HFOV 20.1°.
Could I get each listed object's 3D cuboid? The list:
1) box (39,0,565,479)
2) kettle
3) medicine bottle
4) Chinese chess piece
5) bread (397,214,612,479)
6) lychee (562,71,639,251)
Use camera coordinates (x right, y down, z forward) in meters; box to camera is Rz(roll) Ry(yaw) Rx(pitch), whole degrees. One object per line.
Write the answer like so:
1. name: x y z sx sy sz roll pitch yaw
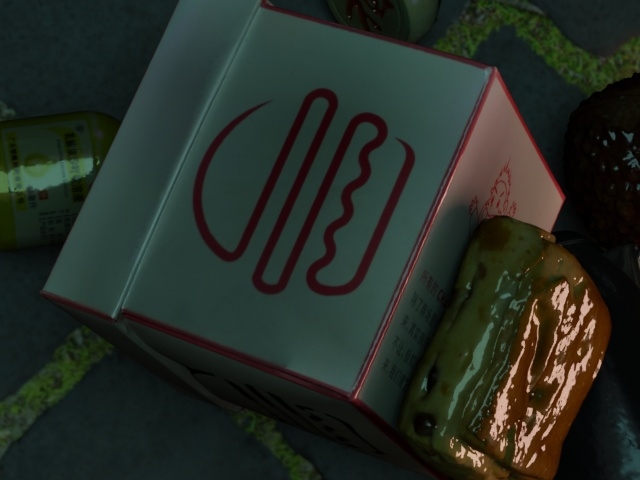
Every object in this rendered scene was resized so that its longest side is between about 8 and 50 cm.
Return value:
1. box: 0.000 0.000 1.568 0.300 0.314 0.312 19 77 24
2. kettle: 0.213 0.139 1.700 0.268 0.207 0.290 -26 76 13
3. medicine bottle: -0.210 -0.062 1.689 0.212 0.122 0.122 -8 83 -10
4. Chinese chess piece: 0.058 -0.241 1.758 0.122 0.122 0.051 48 59 1
5. bread: 0.162 0.107 1.497 0.099 0.235 0.210 20 79 26
6. lychee: 0.326 -0.070 1.751 0.188 0.188 0.188 1 81 -9
